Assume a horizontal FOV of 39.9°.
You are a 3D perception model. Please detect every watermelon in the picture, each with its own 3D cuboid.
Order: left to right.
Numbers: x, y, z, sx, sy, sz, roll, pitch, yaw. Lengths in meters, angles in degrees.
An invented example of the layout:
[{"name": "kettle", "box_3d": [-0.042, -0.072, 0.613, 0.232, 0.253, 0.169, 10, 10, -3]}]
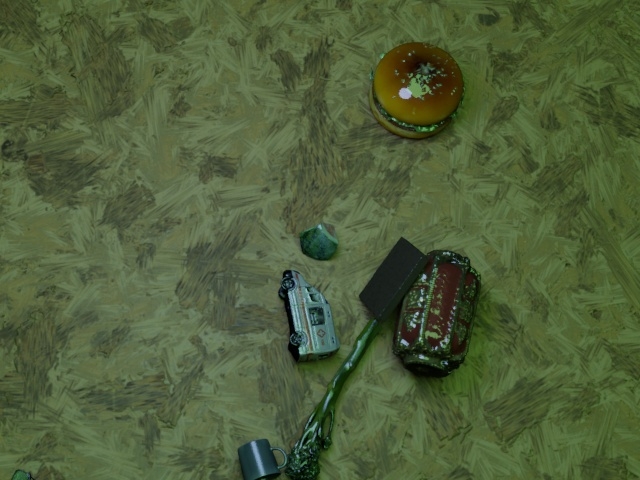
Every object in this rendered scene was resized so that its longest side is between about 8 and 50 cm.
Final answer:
[{"name": "watermelon", "box_3d": [0.003, 0.001, 2.021, 0.072, 0.084, 0.092, -46, 116, -40]}]

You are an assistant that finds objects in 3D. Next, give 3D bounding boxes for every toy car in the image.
[{"name": "toy car", "box_3d": [-0.028, 0.161, 1.938, 0.108, 0.089, 0.209, -9, 71, -9]}]

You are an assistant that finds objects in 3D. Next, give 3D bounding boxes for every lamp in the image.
[{"name": "lamp", "box_3d": [0.253, 0.159, 1.925, 0.177, 0.177, 0.274, 15, 69, 1]}]

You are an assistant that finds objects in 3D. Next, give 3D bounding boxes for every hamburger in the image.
[{"name": "hamburger", "box_3d": [0.234, -0.377, 2.131, 0.246, 0.170, 0.246, 1, 71, -4]}]

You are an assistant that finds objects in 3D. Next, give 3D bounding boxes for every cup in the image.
[{"name": "cup", "box_3d": [-0.118, 0.453, 1.818, 0.100, 0.078, 0.077, -21, 67, 3]}]

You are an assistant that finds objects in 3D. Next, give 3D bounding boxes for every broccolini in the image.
[{"name": "broccolini", "box_3d": [0.045, 0.344, 1.892, 0.079, 0.074, 0.392, 11, 58, 45]}]

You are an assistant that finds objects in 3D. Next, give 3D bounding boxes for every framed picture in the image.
[{"name": "framed picture", "box_3d": [0.160, 0.083, 1.937, 0.023, 0.128, 0.168, 32, 96, -25]}]

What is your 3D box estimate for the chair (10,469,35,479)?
[{"name": "chair", "box_3d": [-0.598, 0.480, 1.763, 0.042, 0.086, 0.037, 21, 66, -2]}]
